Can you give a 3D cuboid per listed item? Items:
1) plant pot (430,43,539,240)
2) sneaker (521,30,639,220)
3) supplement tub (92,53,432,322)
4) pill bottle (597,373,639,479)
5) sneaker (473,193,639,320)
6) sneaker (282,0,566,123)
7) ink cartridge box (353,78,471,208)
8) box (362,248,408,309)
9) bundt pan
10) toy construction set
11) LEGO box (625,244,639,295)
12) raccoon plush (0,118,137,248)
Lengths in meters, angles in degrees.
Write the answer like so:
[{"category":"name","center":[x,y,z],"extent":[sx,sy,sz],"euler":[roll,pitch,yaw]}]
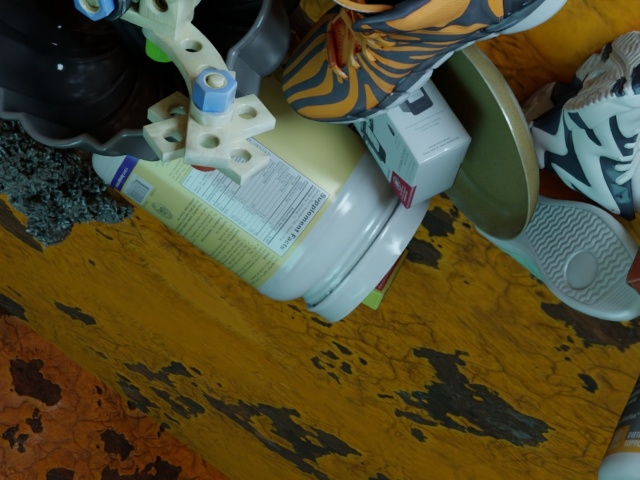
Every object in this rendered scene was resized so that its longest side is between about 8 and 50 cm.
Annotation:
[{"category":"plant pot","center":[0.148,-0.111,1.009],"extent":[0.236,0.032,0.236],"euler":[59,167,21]},{"category":"sneaker","center":[0.285,-0.092,0.926],"extent":[0.153,0.094,0.235],"euler":[36,154,-11]},{"category":"supplement tub","center":[-0.062,-0.082,1.161],"extent":[0.331,0.241,0.241],"euler":[36,154,-8]},{"category":"pill bottle","center":[0.401,0.158,1.024],"extent":[0.162,0.278,0.162],"euler":[25,153,14]},{"category":"sneaker","center":[0.280,0.021,1.033],"extent":[0.151,0.094,0.256],"euler":[25,-170,-30]},{"category":"sneaker","center":[0.041,-0.196,0.862],"extent":[0.321,0.180,0.125],"euler":[-27,74,42]},{"category":"ink cartridge box","center":[0.080,-0.125,1.030],"extent":[0.150,0.063,0.109],"euler":[59,167,19]},{"category":"box","center":[0.000,0.000,1.419],"extent":[0.232,0.087,0.058],"euler":[30,154,6]},{"category":"bundt pan","center":[-0.163,-0.222,0.970],"extent":[0.330,0.331,0.124],"euler":[19,174,25]},{"category":"toy construction set","center":[-0.078,-0.211,0.749],"extent":[0.215,0.151,0.328],"euler":[23,124,6]},{"category":"LEGO box","center":[0.565,0.074,0.790],"extent":[0.500,0.193,0.372],"euler":[38,154,-12]},{"category":"raccoon plush","center":[-0.438,-0.082,1.382],"extent":[0.216,0.446,0.299],"euler":[-8,113,27]}]
